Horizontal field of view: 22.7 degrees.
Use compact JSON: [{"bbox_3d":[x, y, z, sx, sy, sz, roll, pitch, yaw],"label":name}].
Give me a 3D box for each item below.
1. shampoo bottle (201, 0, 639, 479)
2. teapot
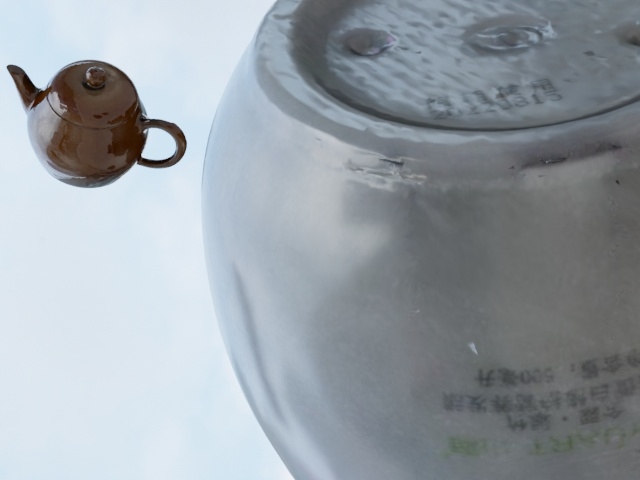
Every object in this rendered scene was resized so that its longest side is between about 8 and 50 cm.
[{"bbox_3d":[0.090,0.014,0.707,0.273,0.273,0.266,-52,-39,-41],"label":"shampoo bottle"},{"bbox_3d":[-0.201,-0.112,1.429,0.116,0.173,0.116,20,-90,-89],"label":"teapot"}]
